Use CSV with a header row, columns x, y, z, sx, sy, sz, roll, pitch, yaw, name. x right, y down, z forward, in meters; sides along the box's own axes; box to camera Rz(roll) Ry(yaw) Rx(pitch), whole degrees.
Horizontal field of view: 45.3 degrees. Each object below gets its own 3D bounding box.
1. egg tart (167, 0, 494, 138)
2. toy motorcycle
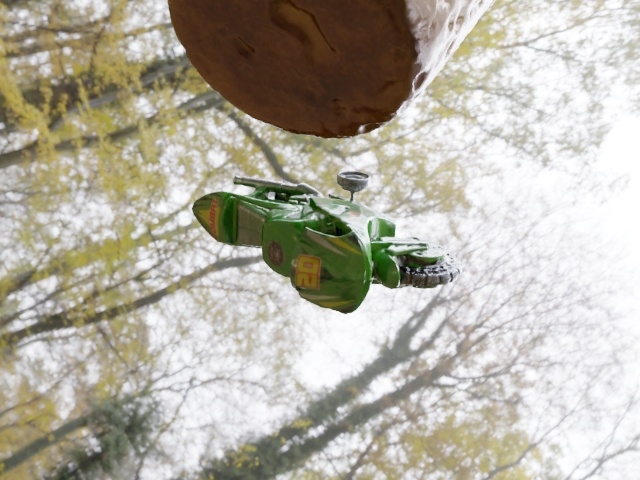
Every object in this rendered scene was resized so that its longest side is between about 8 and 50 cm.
x,y,z,sx,sy,sz,roll,pitch,yaw,name
0.011,-0.157,0.439,0.202,0.147,0.203,15,-34,10,egg tart
0.000,0.000,0.518,0.190,0.106,0.074,25,-60,44,toy motorcycle
